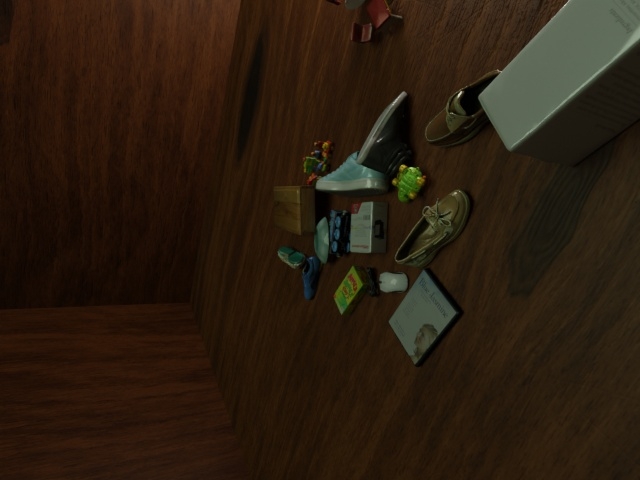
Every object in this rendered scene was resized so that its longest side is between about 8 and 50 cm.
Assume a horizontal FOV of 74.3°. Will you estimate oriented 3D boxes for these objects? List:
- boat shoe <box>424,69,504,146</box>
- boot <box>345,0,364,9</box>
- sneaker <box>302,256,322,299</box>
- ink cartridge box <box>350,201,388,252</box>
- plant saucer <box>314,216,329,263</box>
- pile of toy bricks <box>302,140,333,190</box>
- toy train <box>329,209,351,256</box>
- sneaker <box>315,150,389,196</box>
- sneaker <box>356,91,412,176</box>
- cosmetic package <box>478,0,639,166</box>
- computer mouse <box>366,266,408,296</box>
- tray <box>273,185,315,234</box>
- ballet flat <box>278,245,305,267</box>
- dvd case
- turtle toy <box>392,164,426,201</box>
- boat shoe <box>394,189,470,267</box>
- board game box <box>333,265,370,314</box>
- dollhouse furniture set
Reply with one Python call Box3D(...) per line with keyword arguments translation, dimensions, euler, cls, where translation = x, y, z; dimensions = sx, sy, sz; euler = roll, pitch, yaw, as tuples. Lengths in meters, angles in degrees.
Box3D(translation=(0.384, -0.349, 1.096), dimensions=(0.324, 0.119, 0.123), euler=(-26, 66, 56), cls="boat shoe")
Box3D(translation=(0.157, -0.970, 1.589), dimensions=(0.190, 0.069, 0.086), euler=(-35, 53, 43), cls="boot")
Box3D(translation=(-0.055, 0.165, 1.842), dimensions=(0.069, 0.082, 0.209), euler=(42, 124, 50), cls="sneaker")
Box3D(translation=(0.169, -0.044, 1.485), dimensions=(0.127, 0.072, 0.175), euler=(2, 90, 59), cls="ink cartridge box")
Box3D(translation=(0.000, 0.000, 1.739), dimensions=(0.195, 0.037, 0.195), euler=(180, 90, -81), cls="plant saucer")
Box3D(translation=(-0.028, -0.330, 1.807), dimensions=(0.118, 0.105, 0.212), euler=(44, 125, 52), cls="pile of toy bricks")
Box3D(translation=(0.076, -0.031, 1.643), dimensions=(0.105, 0.080, 0.184), euler=(-145, 59, -65), cls="toy train")
Box3D(translation=(0.121, -0.243, 1.545), dimensions=(0.366, 0.135, 0.150), euler=(6, 85, 51), cls="sneaker")
Box3D(translation=(0.242, -0.334, 1.371), dimensions=(0.296, 0.146, 0.104), euler=(-61, 9, -14), cls="sneaker")
Box3D(translation=(0.538, -0.343, 0.733), dimensions=(0.453, 0.230, 0.162), euler=(-48, 48, 46), cls="cosmetic package")
Box3D(translation=(0.217, 0.138, 1.420), dimensions=(0.193, 0.042, 0.106), euler=(-12, 77, 59), cls="computer mouse")
Box3D(translation=(-0.128, -0.144, 1.910), dimensions=(0.411, 0.076, 0.203), euler=(-163, 71, -69), cls="tray")
Box3D(translation=(-0.126, 0.090, 1.988), dimensions=(0.241, 0.091, 0.077), euler=(32, 146, 60), cls="ballet flat")
Box3D(translation=(0.308, 0.234, 1.279), dimensions=(0.180, 0.022, 0.253), euler=(61, 137, 42), cls="dvd case")
Box3D(translation=(0.278, -0.173, 1.316), dimensions=(0.095, 0.066, 0.130), euler=(44, 131, 23), cls="turtle toy")
Box3D(translation=(0.319, -0.025, 1.212), dimensions=(0.285, 0.089, 0.105), euler=(-63, 38, 35), cls="boat shoe")
Box3D(translation=(0.116, 0.188, 1.586), dimensions=(0.181, 0.043, 0.092), euler=(-61, 39, 37), cls="board game box")
Box3D(translation=(0.105, -0.864, 1.482), dimensions=(0.201, 0.152, 0.374), euler=(-34, 70, 43), cls="dollhouse furniture set")
